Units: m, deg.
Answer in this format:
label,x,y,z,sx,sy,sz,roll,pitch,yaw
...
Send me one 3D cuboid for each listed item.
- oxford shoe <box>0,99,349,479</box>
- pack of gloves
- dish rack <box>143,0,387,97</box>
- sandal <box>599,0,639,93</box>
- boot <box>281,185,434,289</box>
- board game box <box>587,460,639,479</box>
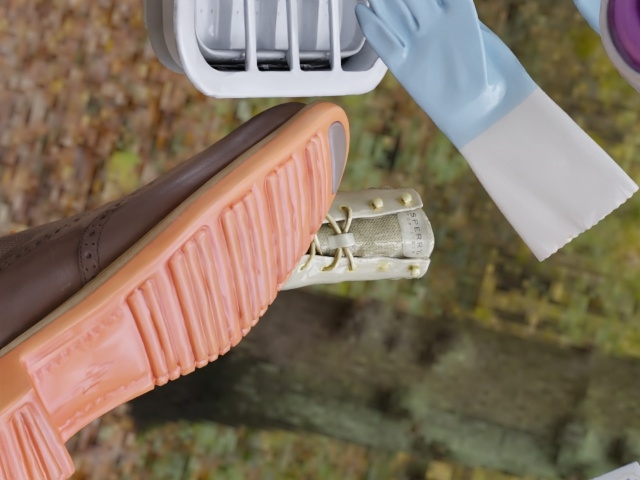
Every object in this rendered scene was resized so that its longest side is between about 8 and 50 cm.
label,x,y,z,sx,sy,sz,roll,pitch,yaw
oxford shoe,-0.132,0.020,0.972,0.363,0.132,0.130,-39,148,-27
pack of gloves,0.150,-0.136,1.153,0.195,0.232,0.046,-38,-176,14
dish rack,-0.040,-0.274,1.308,0.285,0.072,0.333,-8,102,-56
sandal,0.316,-0.207,0.931,0.102,0.416,0.169,23,38,-48
boot,0.000,0.000,1.521,0.262,0.203,0.095,-179,-93,-81
board game box,0.074,0.156,0.747,0.026,0.103,0.154,59,-27,27
